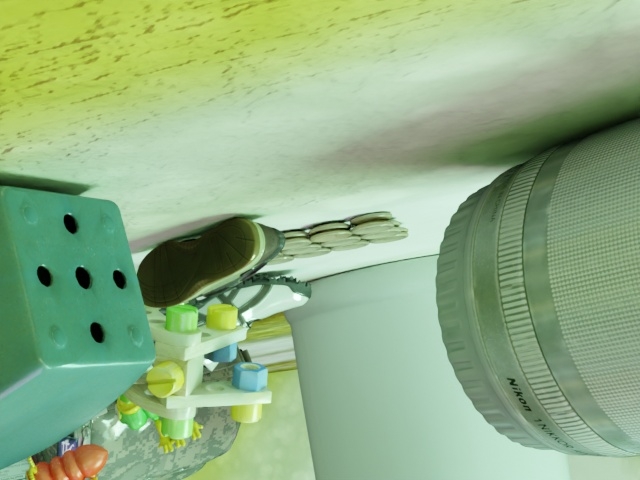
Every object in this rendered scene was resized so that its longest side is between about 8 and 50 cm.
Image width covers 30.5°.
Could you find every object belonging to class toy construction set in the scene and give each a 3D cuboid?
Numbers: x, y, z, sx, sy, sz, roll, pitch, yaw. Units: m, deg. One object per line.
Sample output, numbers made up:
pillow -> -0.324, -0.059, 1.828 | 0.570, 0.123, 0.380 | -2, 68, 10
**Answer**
toy construction set -> -0.217, 0.106, 1.033 | 0.215, 0.151, 0.327 | 15, -179, 39

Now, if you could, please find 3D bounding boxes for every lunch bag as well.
lunch bag -> -0.272, 0.244, 1.695 | 0.305, 0.213, 0.256 | -11, 156, -34

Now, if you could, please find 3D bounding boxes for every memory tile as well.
memory tile -> 0.000, 0.000, 1.040 | 0.148, 0.012, 0.113 | -11, 171, 14

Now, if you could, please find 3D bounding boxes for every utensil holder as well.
utensil holder -> 0.143, 0.230, 1.454 | 0.327, 0.386, 0.327 | -10, 172, -1

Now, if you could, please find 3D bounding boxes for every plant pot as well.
plant pot -> -0.231, 0.059, 0.714 | 0.234, 0.166, 0.165 | -22, 166, 26

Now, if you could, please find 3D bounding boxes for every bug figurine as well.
bug figurine -> -0.255, 0.165, 1.304 | 0.216, 0.279, 0.072 | -25, 134, -7

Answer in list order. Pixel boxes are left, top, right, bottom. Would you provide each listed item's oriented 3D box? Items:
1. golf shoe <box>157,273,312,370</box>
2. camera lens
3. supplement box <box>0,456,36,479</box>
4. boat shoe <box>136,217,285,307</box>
golf shoe -> -0.102, 0.090, 1.254 | 0.198, 0.094, 0.077 | -10, 170, -5
camera lens -> 0.240, 0.023, 0.760 | 0.219, 0.219, 0.274 | -1, 168, -43
supplement box -> -0.488, 0.288, 1.625 | 0.111, 0.220, 0.114 | -35, 162, 20
boat shoe -> -0.089, 0.022, 0.940 | 0.152, 0.056, 0.049 | -17, 163, 42
